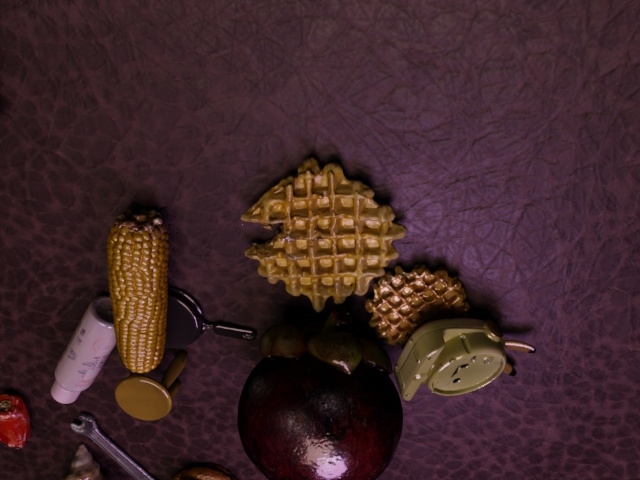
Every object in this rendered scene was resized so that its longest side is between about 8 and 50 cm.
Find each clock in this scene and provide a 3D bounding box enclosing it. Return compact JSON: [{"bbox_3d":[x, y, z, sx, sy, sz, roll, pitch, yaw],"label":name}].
[{"bbox_3d":[0.254,0.206,1.182,0.232,0.069,0.170,-1,137,-18],"label":"clock"}]

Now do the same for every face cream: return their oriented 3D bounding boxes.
[{"bbox_3d":[-0.456,0.221,1.319,0.082,0.082,0.269,30,121,-10],"label":"face cream"}]

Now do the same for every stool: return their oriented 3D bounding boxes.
[{"bbox_3d":[-0.326,0.271,1.312,0.134,0.110,0.135,-23,114,19],"label":"stool"}]

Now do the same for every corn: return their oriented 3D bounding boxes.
[{"bbox_3d":[-0.320,0.092,1.190,0.106,0.106,0.305,8,114,4],"label":"corn"}]

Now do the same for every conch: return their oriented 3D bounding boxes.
[{"bbox_3d":[-0.498,0.644,1.531,0.203,0.169,0.386,-9,105,18],"label":"conch"}]

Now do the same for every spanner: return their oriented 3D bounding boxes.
[{"bbox_3d":[-0.443,0.490,1.518,0.071,0.017,0.302,-30,113,23],"label":"spanner"}]

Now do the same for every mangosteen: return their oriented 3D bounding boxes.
[{"bbox_3d":[0.007,0.287,1.170,0.300,0.300,0.300,4,122,6],"label":"mangosteen"}]

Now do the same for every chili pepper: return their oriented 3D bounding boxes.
[{"bbox_3d":[-0.664,0.385,1.458,0.070,0.073,0.123,-15,132,-32],"label":"chili pepper"}]

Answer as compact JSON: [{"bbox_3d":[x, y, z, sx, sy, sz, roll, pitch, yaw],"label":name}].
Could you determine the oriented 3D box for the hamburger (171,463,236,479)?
[{"bbox_3d":[-0.263,0.598,1.501,0.182,0.118,0.191,33,124,-8],"label":"hamburger"}]

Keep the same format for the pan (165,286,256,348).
[{"bbox_3d":[-0.237,0.160,1.278,0.235,0.028,0.136,12,120,1],"label":"pan"}]

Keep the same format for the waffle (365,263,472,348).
[{"bbox_3d":[0.168,0.119,1.187,0.191,0.038,0.191,3,122,5],"label":"waffle"}]

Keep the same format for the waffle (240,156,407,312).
[{"bbox_3d":[0.000,-0.001,1.131,0.250,0.056,0.261,40,116,-17],"label":"waffle"}]
